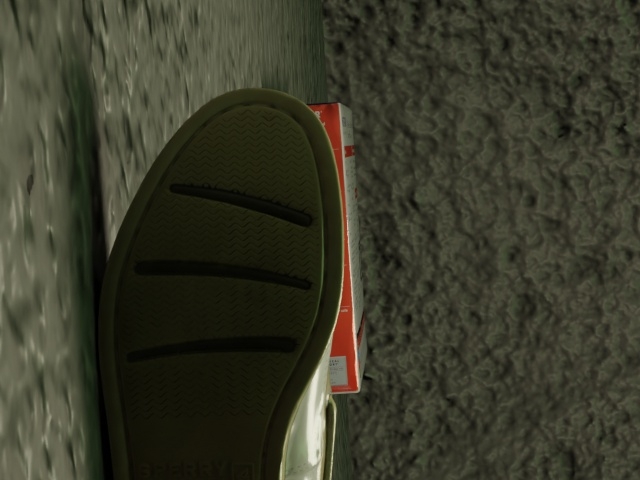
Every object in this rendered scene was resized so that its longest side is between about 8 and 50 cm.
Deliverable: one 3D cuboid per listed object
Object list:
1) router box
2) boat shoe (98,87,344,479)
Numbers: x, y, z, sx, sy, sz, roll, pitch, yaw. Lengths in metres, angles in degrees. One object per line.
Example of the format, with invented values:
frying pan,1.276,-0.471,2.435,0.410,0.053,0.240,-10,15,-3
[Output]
router box,0.000,0.000,1.721,0.335,0.082,0.301,-42,129,-86
boat shoe,-0.048,0.081,0.737,0.103,0.113,0.302,64,34,-84
